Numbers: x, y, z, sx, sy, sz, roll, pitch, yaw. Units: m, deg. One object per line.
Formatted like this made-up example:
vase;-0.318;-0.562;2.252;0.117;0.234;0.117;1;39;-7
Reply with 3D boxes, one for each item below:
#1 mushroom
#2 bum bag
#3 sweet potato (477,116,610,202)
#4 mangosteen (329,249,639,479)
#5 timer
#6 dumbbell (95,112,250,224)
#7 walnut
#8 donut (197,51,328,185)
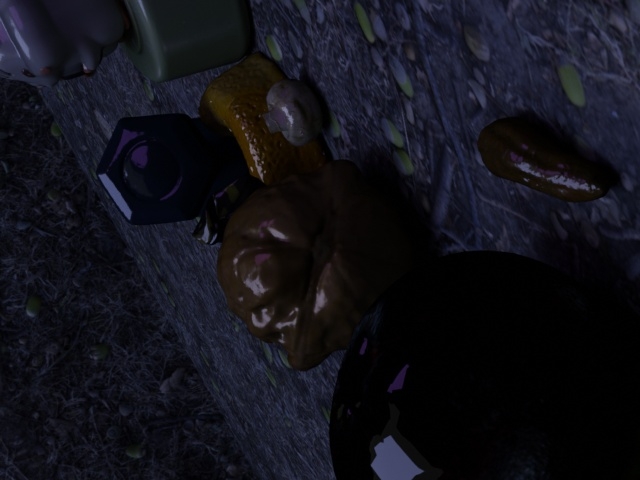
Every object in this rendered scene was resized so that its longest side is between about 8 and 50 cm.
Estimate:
mushroom;-0.035;-0.152;1.836;0.083;0.067;0.083;62;172;15
bum bag;-0.038;-0.006;1.891;0.106;0.232;0.060;-57;28;25
sweet potato;0.177;-0.068;1.276;0.182;0.053;0.054;38;146;60
mangosteen;0.157;0.155;1.349;0.300;0.300;0.300;56;164;24
timer;-0.288;-0.299;1.959;0.290;0.315;0.291;55;164;24
dumbbell;-0.188;-0.099;2.098;0.144;0.160;0.325;24;-172;7
walnut;-0.004;0.027;1.752;0.257;0.225;0.257;-169;90;-90
donut;-0.069;-0.140;1.945;0.259;0.101;0.152;60;161;25
